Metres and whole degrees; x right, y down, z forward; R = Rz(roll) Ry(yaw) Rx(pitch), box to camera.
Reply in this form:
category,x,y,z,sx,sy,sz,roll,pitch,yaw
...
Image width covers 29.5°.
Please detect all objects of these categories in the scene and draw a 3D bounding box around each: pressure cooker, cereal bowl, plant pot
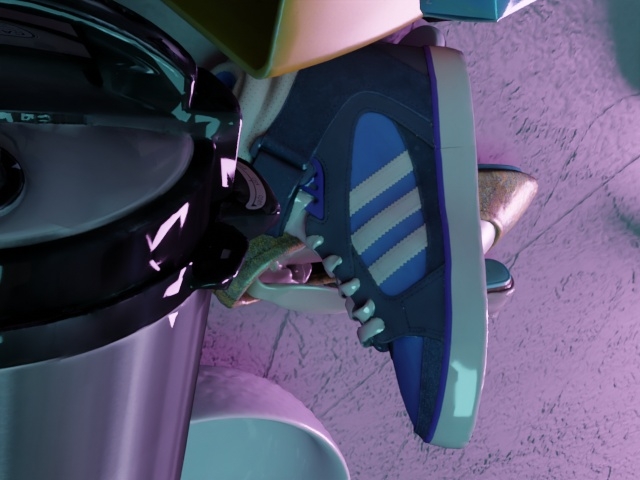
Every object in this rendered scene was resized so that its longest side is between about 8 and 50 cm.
category,x,y,z,sx,sy,sz,roll,pitch,yaw
pressure cooker,-0.242,0.034,0.745,0.370,0.376,0.420,-42,148,-55
cereal bowl,-0.151,0.242,1.124,0.339,0.141,0.339,-15,129,-19
plant pot,0.001,-0.251,0.806,0.187,0.212,0.212,-11,129,-37

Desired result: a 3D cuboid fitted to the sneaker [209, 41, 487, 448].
category,x,y,z,sx,sy,sz,roll,pitch,yaw
sneaker,0.000,0.000,0.937,0.236,0.322,0.130,-1,171,-2

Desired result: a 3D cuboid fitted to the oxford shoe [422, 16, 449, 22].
category,x,y,z,sx,sy,sz,roll,pitch,yaw
oxford shoe,0.048,-0.208,0.958,0.212,0.076,0.076,-9,98,-21

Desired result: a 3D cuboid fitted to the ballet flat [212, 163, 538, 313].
category,x,y,z,sx,sy,sz,roll,pitch,yaw
ballet flat,0.053,0.006,1.072,0.349,0.123,0.123,-4,126,-26

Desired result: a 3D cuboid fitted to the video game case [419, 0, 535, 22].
category,x,y,z,sx,sy,sz,roll,pitch,yaw
video game case,0.145,-0.295,0.733,0.244,0.061,0.269,-31,125,-40

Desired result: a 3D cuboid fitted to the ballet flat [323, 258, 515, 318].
category,x,y,z,sx,sy,sz,roll,pitch,yaw
ballet flat,0.092,0.058,1.170,0.213,0.072,0.068,-1,131,-28

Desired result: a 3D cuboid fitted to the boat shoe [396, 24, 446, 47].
category,x,y,z,sx,sy,sz,roll,pitch,yaw
boat shoe,0.072,-0.121,1.042,0.040,0.049,0.142,4,128,-38
